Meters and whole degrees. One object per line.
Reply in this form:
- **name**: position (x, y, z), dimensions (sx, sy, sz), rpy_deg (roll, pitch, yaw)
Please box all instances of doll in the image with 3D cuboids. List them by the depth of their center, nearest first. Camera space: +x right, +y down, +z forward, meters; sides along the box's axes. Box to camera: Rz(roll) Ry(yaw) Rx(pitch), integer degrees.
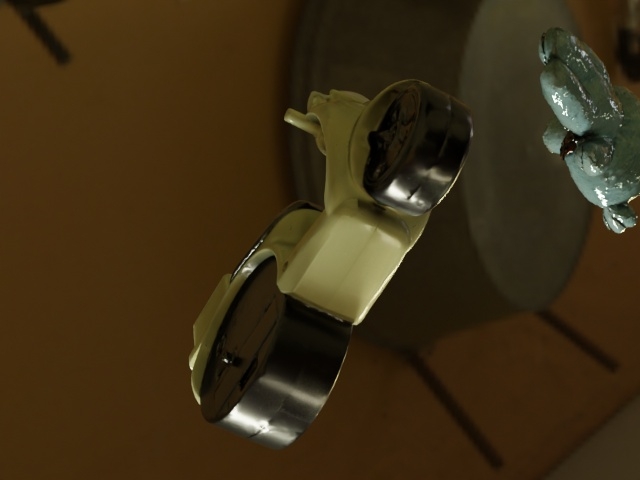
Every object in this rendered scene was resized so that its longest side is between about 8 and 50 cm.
- **doll**: position (0.194, -0.089, 1.201), dimensions (0.075, 0.120, 0.179), rpy_deg (-9, 150, 37)

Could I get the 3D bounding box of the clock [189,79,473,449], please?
- **clock**: position (0.000, 0.000, 1.431), dimensions (0.120, 0.379, 0.276), rpy_deg (27, -161, -19)
